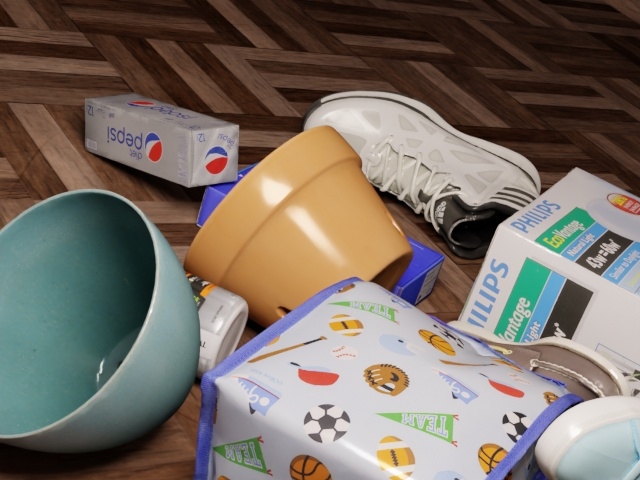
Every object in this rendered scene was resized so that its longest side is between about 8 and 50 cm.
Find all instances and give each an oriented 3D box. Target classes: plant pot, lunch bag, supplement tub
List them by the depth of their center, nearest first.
[{"bbox_3d":[-0.246,0.115,1.471,0.290,0.290,0.195,43,0,41],"label":"plant pot"},{"bbox_3d":[0.088,0.215,1.491,0.328,0.239,0.385,27,35,19],"label":"lunch bag"},{"bbox_3d":[-0.198,0.091,1.676,0.190,0.117,0.117,23,26,10],"label":"supplement tub"},{"bbox_3d":[-0.012,0.017,1.793,0.203,0.291,0.291,44,32,12],"label":"plant pot"}]

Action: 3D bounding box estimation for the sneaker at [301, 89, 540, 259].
[{"bbox_3d":[0.178,-0.115,2.262,0.448,0.169,0.257,19,24,-5],"label":"sneaker"}]

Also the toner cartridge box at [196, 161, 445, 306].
[{"bbox_3d":[0.000,0.000,2.029,0.348,0.075,0.165,28,27,19],"label":"toner cartridge box"}]

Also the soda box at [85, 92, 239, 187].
[{"bbox_3d":[-0.252,-0.160,2.074,0.098,0.091,0.286,-12,23,-42],"label":"soda box"}]

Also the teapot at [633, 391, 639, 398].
[{"bbox_3d":[0.491,0.287,1.641,0.256,0.252,0.187,0,51,1],"label":"teapot"}]

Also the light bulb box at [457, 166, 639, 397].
[{"bbox_3d":[0.438,0.099,1.952,0.361,0.225,0.358,28,28,18],"label":"light bulb box"}]

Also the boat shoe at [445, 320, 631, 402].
[{"bbox_3d":[0.247,0.182,1.716,0.097,0.116,0.324,-28,26,-36],"label":"boat shoe"}]

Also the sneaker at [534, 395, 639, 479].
[{"bbox_3d":[0.391,0.276,1.407,0.366,0.135,0.150,23,15,-31],"label":"sneaker"}]
